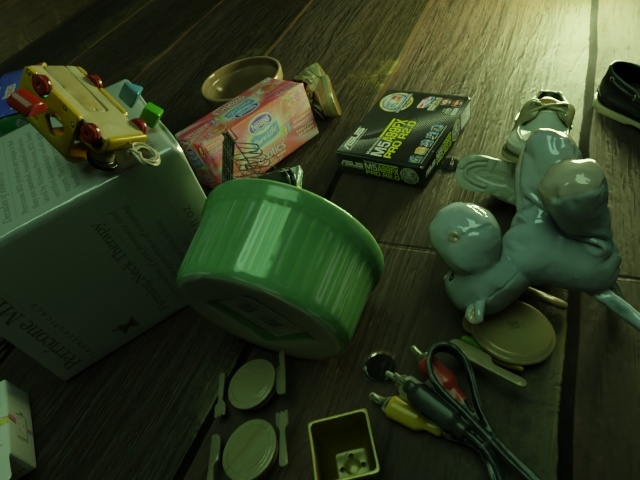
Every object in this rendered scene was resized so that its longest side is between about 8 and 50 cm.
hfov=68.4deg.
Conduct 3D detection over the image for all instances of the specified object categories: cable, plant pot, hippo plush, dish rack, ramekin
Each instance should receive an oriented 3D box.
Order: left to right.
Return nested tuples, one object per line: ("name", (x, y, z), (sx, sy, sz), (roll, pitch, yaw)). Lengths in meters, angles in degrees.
("plant pot", (-0.213, -0.421, 1.354), (0.237, 0.110, 0.238), (-9, 45, 9))
("dish rack", (-0.139, -0.093, 0.943), (0.074, 0.209, 0.272), (-8, 38, -26))
("ramekin", (-0.068, 0.060, 0.723), (0.303, 0.303, 0.148), (8, 58, 24))
("plant pot", (0.036, 0.285, 0.618), (0.081, 0.083, 0.082), (-15, 44, 4))
("cable", (0.203, 0.247, 0.622), (0.287, 0.072, 0.139), (38, 83, 32))
("hippo plush", (0.292, 0.004, 0.711), (0.236, 0.294, 0.234), (-23, 19, 17))

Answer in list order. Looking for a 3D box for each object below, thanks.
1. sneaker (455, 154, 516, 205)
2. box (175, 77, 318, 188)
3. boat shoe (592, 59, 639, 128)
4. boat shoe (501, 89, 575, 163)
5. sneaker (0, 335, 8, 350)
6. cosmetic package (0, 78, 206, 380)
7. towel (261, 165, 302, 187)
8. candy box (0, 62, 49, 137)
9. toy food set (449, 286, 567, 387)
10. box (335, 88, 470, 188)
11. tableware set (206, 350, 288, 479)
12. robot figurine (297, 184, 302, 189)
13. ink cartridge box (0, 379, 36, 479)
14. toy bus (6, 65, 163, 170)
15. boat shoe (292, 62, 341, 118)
("sneaker", (0.374, -0.105, 0.883), (0.235, 0.090, 0.094), (28, 18, 21))
("box", (-0.172, -0.259, 1.147), (0.300, 0.142, 0.154), (-40, 42, -22))
("boat shoe", (0.700, -0.266, 0.907), (0.127, 0.113, 0.340), (-29, 46, -11))
("boat shoe", (0.409, -0.214, 0.880), (0.113, 0.104, 0.302), (13, 29, 15))
("sneaker", (-0.720, 0.195, 0.948), (0.185, 0.084, 0.070), (-17, 45, 2))
("cosmetic package", (-0.425, -0.030, 0.893), (0.393, 0.330, 0.327), (-33, 49, -13))
("towel", (-0.118, -0.125, 1.102), (0.151, 0.023, 0.113), (-9, 45, 10))
("candy box", (-0.662, -0.235, 1.174), (0.122, 0.317, 0.268), (-20, 45, -1))
("toy food set", (0.286, 0.138, 0.717), (0.132, 0.039, 0.192), (28, 50, 30))
("box", (0.195, -0.246, 1.089), (0.216, 0.060, 0.270), (18, 55, 31))
("tableware set", (-0.098, 0.269, 0.712), (0.128, 0.039, 0.194), (-22, 38, 13))
("robot figurine", (-0.059, -0.069, 0.964), (0.066, 0.115, 0.101), (-5, 46, 15))
("ink cartridge box", (-0.538, 0.342, 0.762), (0.115, 0.067, 0.198), (-32, 45, -12))
("toy bus", (-0.343, -0.163, 0.690), (0.104, 0.190, 0.202), (-49, 38, 30))
("boat shoe", (-0.012, -0.397, 1.281), (0.089, 0.105, 0.285), (-22, 34, 3))
